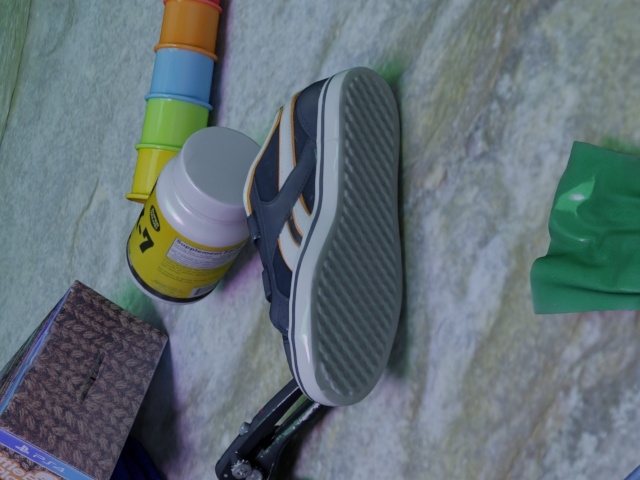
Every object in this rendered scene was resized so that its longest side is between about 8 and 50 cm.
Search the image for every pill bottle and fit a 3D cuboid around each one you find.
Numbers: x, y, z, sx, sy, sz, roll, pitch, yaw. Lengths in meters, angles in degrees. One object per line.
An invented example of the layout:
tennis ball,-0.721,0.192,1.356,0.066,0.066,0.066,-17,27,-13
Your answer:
pill bottle,-0.134,-0.025,1.005,0.208,0.119,0.119,-51,48,50

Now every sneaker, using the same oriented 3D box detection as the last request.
sneaker,0.000,0.000,0.878,0.127,0.126,0.321,-12,64,43

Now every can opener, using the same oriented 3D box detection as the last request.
can opener,-0.043,0.185,0.936,0.186,0.059,0.073,-53,18,22

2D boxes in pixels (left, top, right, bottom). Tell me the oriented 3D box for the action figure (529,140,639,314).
action figure,0.258,0.005,0.623,0.232,0.063,0.137,11,90,53

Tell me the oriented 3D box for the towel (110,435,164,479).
towel,-0.276,0.424,1.164,0.227,0.076,0.308,42,115,43

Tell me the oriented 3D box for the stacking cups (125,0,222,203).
stacking cups,-0.165,-0.197,1.140,0.096,0.096,0.316,4,82,49

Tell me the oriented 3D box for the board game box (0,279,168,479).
board game box,-0.351,0.235,1.156,0.291,0.141,0.232,-42,21,37

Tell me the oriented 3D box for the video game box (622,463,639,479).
video game box,0.287,0.194,0.572,0.205,0.048,0.187,-56,50,28
